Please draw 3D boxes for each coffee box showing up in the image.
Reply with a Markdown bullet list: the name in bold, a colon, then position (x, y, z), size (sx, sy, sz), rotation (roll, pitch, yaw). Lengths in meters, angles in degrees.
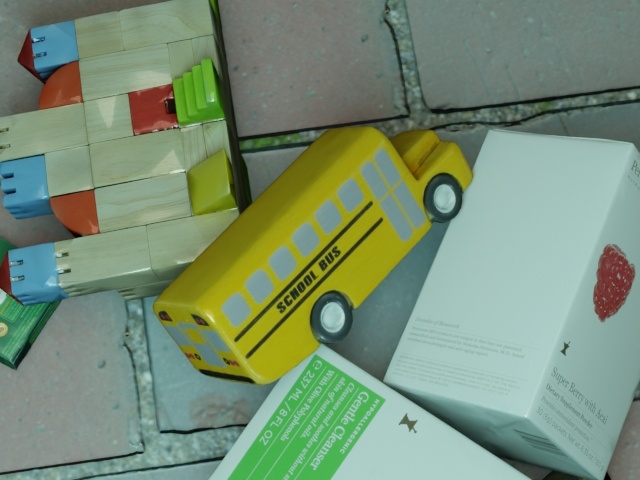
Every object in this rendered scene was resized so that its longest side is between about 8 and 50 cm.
- **coffee box**: position (-0.370, 0.043, 1.696), size (0.184, 0.040, 0.113), rotation (28, 72, 7)

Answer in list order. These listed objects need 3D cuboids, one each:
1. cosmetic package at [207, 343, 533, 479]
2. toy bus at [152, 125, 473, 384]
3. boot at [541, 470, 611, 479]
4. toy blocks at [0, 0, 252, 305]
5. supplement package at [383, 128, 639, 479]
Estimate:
- **cosmetic package**: position (0.095, 0.280, 1.543), size (0.365, 0.155, 0.197), rotation (30, 78, 19)
- **toy bus**: position (0.000, 0.000, 1.554), size (0.333, 0.108, 0.130), rotation (-46, 115, -26)
- **boot**: position (0.274, 0.333, 1.617), size (0.106, 0.082, 0.219), rotation (-25, 76, 13)
- **toy blocks**: position (-0.218, -0.087, 1.680), size (0.261, 0.191, 0.381), rotation (-10, 72, 4)
- **supplement package**: position (0.224, 0.061, 1.602), size (0.175, 0.177, 0.293), rotation (9, 69, 40)
